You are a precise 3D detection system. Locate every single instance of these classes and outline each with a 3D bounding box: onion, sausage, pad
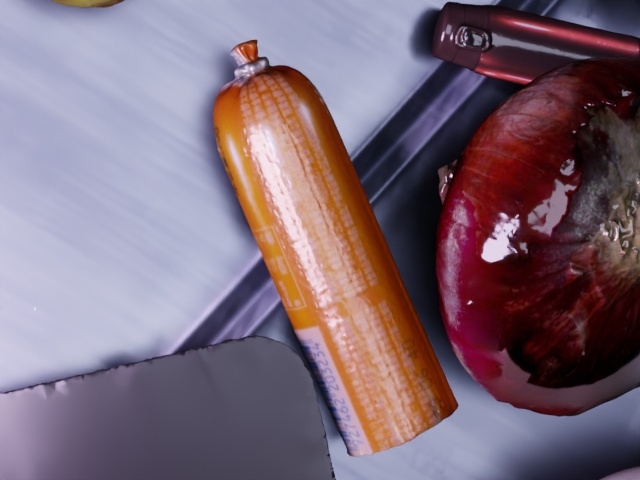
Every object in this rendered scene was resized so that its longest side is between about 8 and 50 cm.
[{"bbox_3d":[0.175,-0.012,1.413,0.272,0.195,0.272,-22,125,-34],"label":"onion"},{"bbox_3d":[0.000,0.000,1.403,0.093,0.093,0.312,-25,96,-10],"label":"sausage"},{"bbox_3d":[-0.177,0.186,1.408,0.375,0.063,0.315,-12,95,-1],"label":"pad"}]

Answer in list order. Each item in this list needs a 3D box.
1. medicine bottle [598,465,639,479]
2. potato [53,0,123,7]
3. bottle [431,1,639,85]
[{"bbox_3d":[0.305,0.276,1.403,0.406,0.236,0.236,-4,92,-12],"label":"medicine bottle"},{"bbox_3d":[-0.165,-0.265,1.368,0.164,0.081,0.200,2,88,-4],"label":"potato"},{"bbox_3d":[0.165,-0.144,1.450,0.164,0.060,0.060,11,89,-11],"label":"bottle"}]
